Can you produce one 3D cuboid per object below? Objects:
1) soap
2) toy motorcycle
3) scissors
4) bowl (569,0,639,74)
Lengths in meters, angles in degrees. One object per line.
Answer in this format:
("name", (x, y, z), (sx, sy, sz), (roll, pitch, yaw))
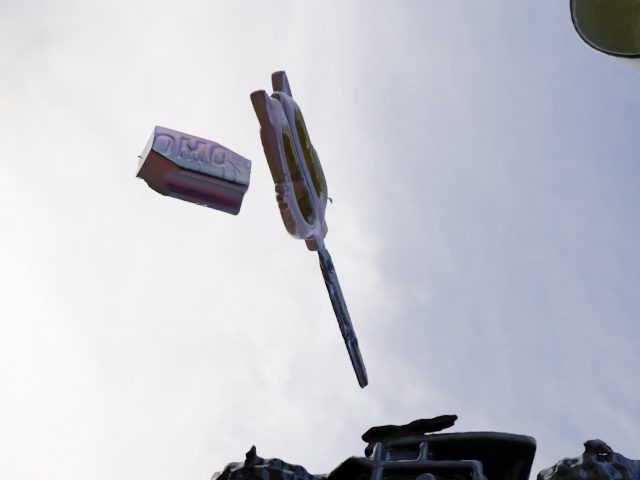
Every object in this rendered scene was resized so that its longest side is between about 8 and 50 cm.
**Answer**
("soap", (-0.169, -0.096, 1.289), (0.100, 0.149, 0.056), (-91, -160, -57))
("toy motorcycle", (0.053, 0.144, 0.458), (0.215, 0.080, 0.123), (-3, -59, 11))
("scissors", (0.000, 0.000, 0.920), (0.024, 0.160, 0.318), (-14, -72, 14))
("bowl", (0.345, -0.222, 0.834), (0.237, 0.126, 0.238), (-34, -143, 31))
